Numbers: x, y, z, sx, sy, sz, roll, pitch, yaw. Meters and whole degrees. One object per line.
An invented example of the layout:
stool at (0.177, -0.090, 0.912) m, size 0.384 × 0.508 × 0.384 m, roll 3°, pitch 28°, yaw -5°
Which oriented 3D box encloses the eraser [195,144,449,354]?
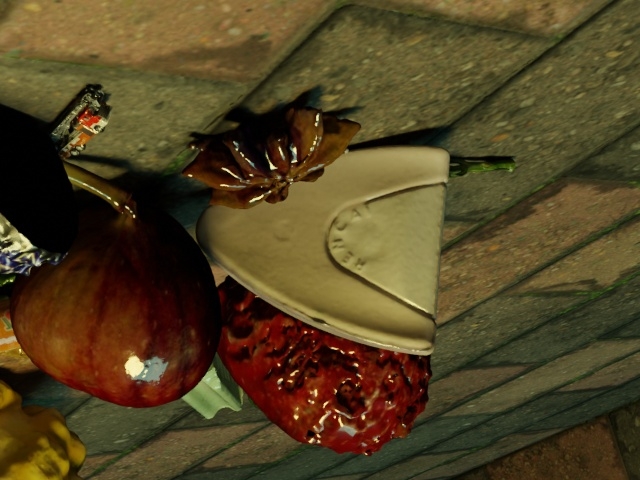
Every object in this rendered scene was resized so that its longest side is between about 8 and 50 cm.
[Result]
eraser at (0.000, 0.000, 1.190) m, size 0.243 × 0.204 × 0.059 m, roll 6°, pitch 169°, yaw 6°

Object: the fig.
fig at (-0.180, 0.029, 1.138) m, size 0.186 × 0.203 × 0.249 m, roll -36°, pitch 151°, yaw -54°

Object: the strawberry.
strawberry at (0.012, 0.082, 1.302) m, size 0.274 × 0.274 × 0.220 m, roll 4°, pitch 119°, yaw -42°

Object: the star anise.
star anise at (-0.040, -0.073, 1.100) m, size 0.168 × 0.057 × 0.168 m, roll -12°, pitch 160°, yaw -4°

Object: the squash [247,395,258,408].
squash at (-0.016, 0.170, 1.749) m, size 0.082 × 0.082 × 0.292 m, roll 2°, pitch 153°, yaw -39°

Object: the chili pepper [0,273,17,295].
chili pepper at (-0.311, 0.040, 1.267) m, size 0.091 × 0.034 × 0.030 m, roll -14°, pitch 127°, yaw 0°

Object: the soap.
soap at (-0.153, 0.154, 1.559) m, size 0.063 × 0.115 × 0.198 m, roll -16°, pitch 162°, yaw 2°

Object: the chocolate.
chocolate at (-0.344, 0.009, 1.031) m, size 0.343 × 0.126 × 0.148 m, roll -24°, pitch -160°, yaw 34°

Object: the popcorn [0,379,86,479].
popcorn at (-0.480, 0.327, 1.548) m, size 0.349 × 0.349 × 0.382 m, roll -25°, pitch 120°, yaw 26°

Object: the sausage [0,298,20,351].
sausage at (-0.300, 0.081, 1.268) m, size 0.347 × 0.053 × 0.053 m, roll -14°, pitch 162°, yaw -21°

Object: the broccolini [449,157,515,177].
broccolini at (0.148, -0.075, 1.286) m, size 0.140 × 0.030 × 0.035 m, roll -6°, pitch 168°, yaw -35°

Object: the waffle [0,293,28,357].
waffle at (-0.339, 0.094, 1.370) m, size 0.191 × 0.038 × 0.191 m, roll -13°, pitch 160°, yaw -5°

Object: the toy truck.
toy truck at (-0.194, -0.095, 0.979) m, size 0.032 × 0.024 × 0.083 m, roll 32°, pitch 141°, yaw -25°
